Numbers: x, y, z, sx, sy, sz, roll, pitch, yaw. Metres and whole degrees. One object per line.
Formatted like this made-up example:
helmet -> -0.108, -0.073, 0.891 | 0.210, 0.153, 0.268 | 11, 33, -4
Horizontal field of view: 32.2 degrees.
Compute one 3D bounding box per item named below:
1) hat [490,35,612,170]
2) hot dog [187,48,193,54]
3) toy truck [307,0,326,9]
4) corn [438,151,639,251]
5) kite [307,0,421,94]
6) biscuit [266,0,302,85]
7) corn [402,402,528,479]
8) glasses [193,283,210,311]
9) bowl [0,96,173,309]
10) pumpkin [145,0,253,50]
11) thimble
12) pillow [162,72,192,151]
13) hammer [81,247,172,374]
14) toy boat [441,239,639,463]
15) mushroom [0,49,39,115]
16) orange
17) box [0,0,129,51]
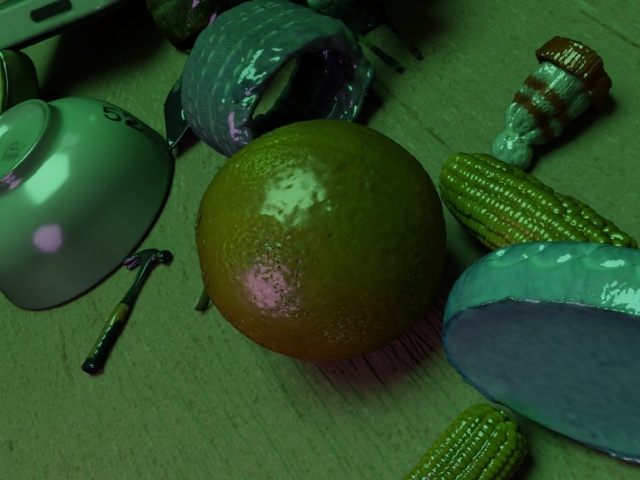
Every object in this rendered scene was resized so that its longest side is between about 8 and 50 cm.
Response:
hat -> 0.250, -0.148, 1.263 | 0.162, 0.093, 0.112 | -46, 13, 6
hot dog -> -0.211, -0.339, 1.860 | 0.056, 0.041, 0.133 | -53, 33, -13
toy truck -> 0.031, -0.415, 1.504 | 0.155, 0.156, 0.279 | -10, 24, -9
corn -> 0.216, -0.016, 1.160 | 0.102, 0.102, 0.313 | -46, 39, -4
kite -> 0.053, -0.297, 1.609 | 0.152, 0.015, 0.285 | -35, 40, 2
biscuit -> -0.095, -0.306, 1.738 | 0.138, 0.031, 0.205 | -12, 49, 32
corn -> 0.102, 0.249, 1.031 | 0.231, 0.080, 0.080 | -46, 39, -6
glasses -> -0.082, 0.015, 1.415 | 0.207, 0.102, 0.239 | -30, 32, 60
bowl -> -0.418, -0.091, 1.686 | 0.354, 0.185, 0.354 | -23, 43, 23
pumpkin -> -0.157, -0.448, 1.685 | 0.242, 0.232, 0.325 | -23, 19, 19
thimble -> -0.056, -0.203, 1.483 | 0.236, 0.205, 0.172 | -38, 41, -19
pillow -> -0.174, -0.243, 1.698 | 0.208, 0.055, 0.141 | -44, 29, 24
hammer -> -0.277, 0.095, 1.529 | 0.078, 0.021, 0.201 | 1, 55, 40
toy boat -> 0.257, 0.081, 0.957 | 0.330, 0.215, 0.123 | 2, 45, 47
mushroom -> -0.626, -0.203, 2.021 | 0.292, 0.217, 0.212 | -13, 2, 14
orange -> 0.000, 0.000, 1.191 | 0.274, 0.274, 0.274 | -22, 43, 23
box -> -0.430, -0.456, 2.021 | 0.367, 0.090, 0.373 | -11, 23, 31
